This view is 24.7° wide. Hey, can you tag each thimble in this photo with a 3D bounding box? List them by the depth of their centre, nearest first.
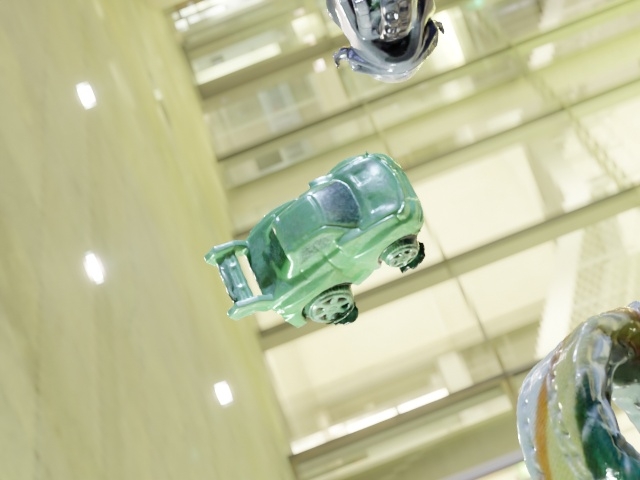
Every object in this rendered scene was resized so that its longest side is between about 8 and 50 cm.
[{"bbox_3d":[0.362,0.218,1.687,0.167,0.254,0.288,-49,-139,49],"label":"thimble"}]

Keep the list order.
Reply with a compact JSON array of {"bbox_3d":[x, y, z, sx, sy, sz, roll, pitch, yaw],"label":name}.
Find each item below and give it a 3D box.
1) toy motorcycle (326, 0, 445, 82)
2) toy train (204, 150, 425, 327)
[{"bbox_3d":[0.043,-0.245,1.330,0.270,0.106,0.159,-109,-178,-48],"label":"toy motorcycle"},{"bbox_3d":[0.000,0.000,1.063,0.081,0.149,0.099,24,33,-49],"label":"toy train"}]
